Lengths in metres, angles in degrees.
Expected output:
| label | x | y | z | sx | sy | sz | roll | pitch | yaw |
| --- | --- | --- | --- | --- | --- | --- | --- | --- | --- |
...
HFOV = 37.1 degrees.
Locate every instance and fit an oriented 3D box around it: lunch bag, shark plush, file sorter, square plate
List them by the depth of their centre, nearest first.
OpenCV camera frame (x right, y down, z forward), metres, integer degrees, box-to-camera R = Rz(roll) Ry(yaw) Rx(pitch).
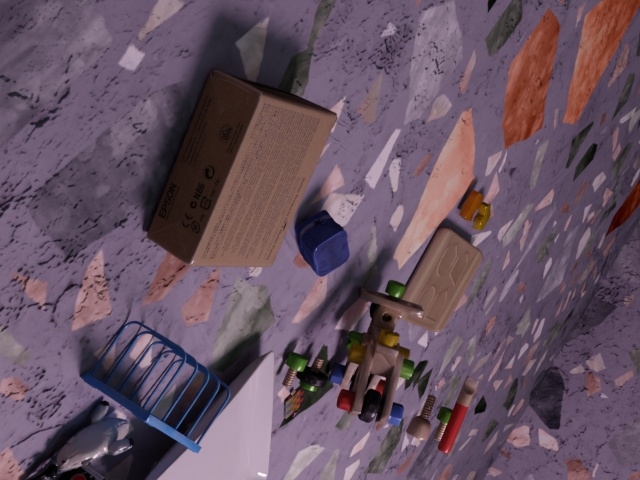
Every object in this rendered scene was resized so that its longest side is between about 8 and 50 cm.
| label | x | y | z | sx | sy | sz | roll | pitch | yaw |
| --- | --- | --- | --- | --- | --- | --- | --- | --- | --- |
| shark plush | -0.318 | 0.290 | 1.277 | 0.161 | 0.073 | 0.067 | -44 | 179 | -36 |
| file sorter | -0.214 | 0.196 | 1.290 | 0.104 | 0.118 | 0.170 | -57 | 153 | -14 |
| lunch bag | 0.000 | 0.000 | 1.511 | 0.067 | 0.065 | 0.098 | -31 | 145 | -18 |
| square plate | -0.187 | 0.390 | 1.545 | 0.344 | 0.049 | 0.347 | -46 | 150 | -43 |

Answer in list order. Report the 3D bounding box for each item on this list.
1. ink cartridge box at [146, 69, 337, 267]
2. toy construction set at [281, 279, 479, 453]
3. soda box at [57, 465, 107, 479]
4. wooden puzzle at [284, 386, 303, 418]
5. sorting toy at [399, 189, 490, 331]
| label | x | y | z | sx | sy | sz | roll | pitch | yaw |
| --- | --- | --- | --- | --- | --- | --- | --- | --- | --- |
| ink cartridge box | -0.099 | -0.086 | 1.238 | 0.193 | 0.088 | 0.234 | 4 | 112 | -61 |
| toy construction set | 0.141 | 0.208 | 1.719 | 0.237 | 0.309 | 0.257 | -67 | 160 | 3 |
| soda box | -0.315 | 0.377 | 1.351 | 0.053 | 0.060 | 0.169 | -50 | 151 | -25 |
| wooden puzzle | -0.050 | 0.302 | 1.778 | 0.049 | 0.006 | 0.083 | -37 | 145 | -37 |
| sorting toy | 0.275 | 0.045 | 2.045 | 0.307 | 0.041 | 0.229 | -61 | 148 | 2 |
